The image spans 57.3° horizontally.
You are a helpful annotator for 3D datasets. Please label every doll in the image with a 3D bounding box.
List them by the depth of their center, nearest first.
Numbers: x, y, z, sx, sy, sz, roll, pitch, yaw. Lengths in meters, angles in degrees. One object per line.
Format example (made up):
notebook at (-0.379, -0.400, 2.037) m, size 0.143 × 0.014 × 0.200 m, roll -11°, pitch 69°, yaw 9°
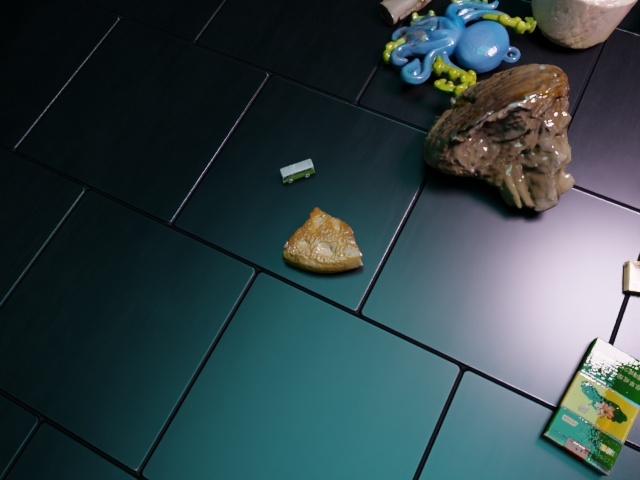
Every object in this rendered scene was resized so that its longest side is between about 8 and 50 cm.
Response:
doll at (0.342, -0.495, 1.506) m, size 0.341 × 0.098 × 0.346 m, roll 20°, pitch 65°, yaw 26°

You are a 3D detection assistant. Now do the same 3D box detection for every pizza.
pizza at (0.000, 0.000, 1.335) m, size 0.182 × 0.062 × 0.161 m, roll -9°, pitch 73°, yaw 7°

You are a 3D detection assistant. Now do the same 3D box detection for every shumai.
shumai at (0.433, -0.219, 1.334) m, size 0.346 × 0.283 × 0.217 m, roll -37°, pitch 23°, yaw 18°

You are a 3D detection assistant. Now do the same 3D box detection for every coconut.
coconut at (0.655, -0.620, 1.430) m, size 0.239 × 0.244 × 0.239 m, roll 1°, pitch 64°, yaw -2°

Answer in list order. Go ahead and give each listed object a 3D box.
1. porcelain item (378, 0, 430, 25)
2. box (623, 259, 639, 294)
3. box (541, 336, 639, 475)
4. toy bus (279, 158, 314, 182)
porcelain item at (0.264, -0.666, 1.596) m, size 0.213 × 0.054 × 0.084 m, roll -33°, pitch 71°, yaw -8°
box at (0.727, 0.088, 1.248) m, size 0.149 × 0.020 × 0.073 m, roll 9°, pitch 68°, yaw 9°
box at (0.552, 0.323, 1.155) m, size 0.132 × 0.034 × 0.235 m, roll 31°, pitch 73°, yaw 16°
toy bus at (-0.057, -0.168, 1.419) m, size 0.083 × 0.037 × 0.031 m, roll -19°, pitch 66°, yaw -2°
